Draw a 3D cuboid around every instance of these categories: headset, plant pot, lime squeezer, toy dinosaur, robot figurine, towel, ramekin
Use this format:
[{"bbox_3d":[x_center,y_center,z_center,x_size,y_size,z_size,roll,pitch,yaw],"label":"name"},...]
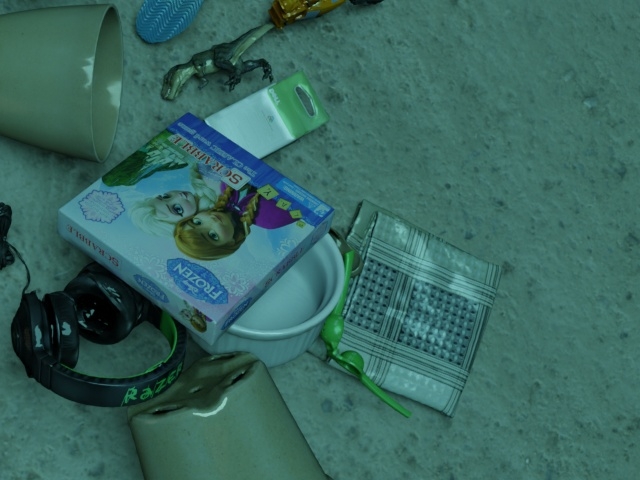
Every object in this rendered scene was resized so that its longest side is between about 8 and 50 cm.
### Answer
[{"bbox_3d":[-0.381,0.097,1.712,0.394,0.185,0.243,31,37,27],"label":"headset"},{"bbox_3d":[-0.143,0.352,1.702,0.334,0.334,0.305,-25,105,-19],"label":"plant pot"},{"bbox_3d":[0.058,0.182,1.918,0.110,0.059,0.310,-20,90,-40],"label":"lime squeezer"},{"bbox_3d":[-0.153,-0.315,1.941,0.268,0.064,0.118,-31,54,-19],"label":"toy dinosaur"},{"bbox_3d":[0.011,-0.508,2.018,0.291,0.085,0.211,-30,85,-21],"label":"robot figurine"},{"bbox_3d":[0.156,0.123,2.009,0.324,0.056,0.312,25,76,-13],"label":"towel"},{"bbox_3d":[-0.106,0.079,1.834,0.277,0.135,0.277,6,50,-8],"label":"ramekin"},{"bbox_3d":[-0.477,-0.262,1.772,0.274,0.256,0.256,4,82,-1],"label":"plant pot"}]

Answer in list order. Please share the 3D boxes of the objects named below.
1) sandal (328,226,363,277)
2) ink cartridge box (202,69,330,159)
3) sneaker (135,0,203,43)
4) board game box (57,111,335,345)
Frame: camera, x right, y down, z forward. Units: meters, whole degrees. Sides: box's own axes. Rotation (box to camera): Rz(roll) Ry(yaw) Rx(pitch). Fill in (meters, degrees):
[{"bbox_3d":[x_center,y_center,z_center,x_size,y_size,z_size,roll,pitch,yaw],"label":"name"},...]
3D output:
[{"bbox_3d":[0.000,0.000,1.957,0.180,0.049,0.072,36,78,10],"label":"sandal"},{"bbox_3d":[-0.101,-0.208,1.962,0.209,0.062,0.109,-30,93,-19],"label":"ink cartridge box"},{"bbox_3d":[-0.238,-0.441,1.939,0.087,0.092,0.228,39,93,-12],"label":"sneaker"},{"bbox_3d":[-0.195,-0.031,1.770,0.319,0.066,0.318,33,51,14],"label":"board game box"}]
